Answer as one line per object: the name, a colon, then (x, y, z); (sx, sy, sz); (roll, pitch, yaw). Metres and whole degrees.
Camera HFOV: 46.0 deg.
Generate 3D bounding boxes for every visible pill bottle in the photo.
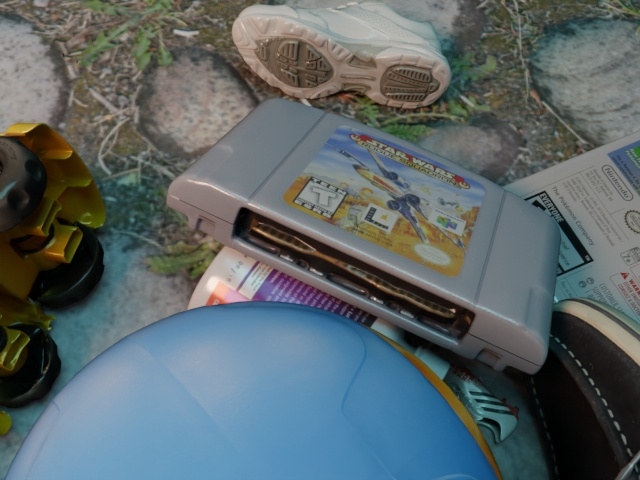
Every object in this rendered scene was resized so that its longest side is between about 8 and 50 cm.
pill bottle: (-0.001, 0.080, 0.599); (0.193, 0.108, 0.108); (31, 60, 12)

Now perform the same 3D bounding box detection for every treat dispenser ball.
treat dispenser ball: (-0.034, 0.177, 0.422); (0.288, 0.288, 0.288); (3, 58, -6)

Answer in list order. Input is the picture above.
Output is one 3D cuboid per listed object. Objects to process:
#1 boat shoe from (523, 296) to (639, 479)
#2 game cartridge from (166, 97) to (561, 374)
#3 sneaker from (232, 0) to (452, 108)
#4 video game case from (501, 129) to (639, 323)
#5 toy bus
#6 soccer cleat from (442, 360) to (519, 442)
boat shoe: (0.200, 0.247, 0.464); (0.156, 0.186, 0.500); (-6, 51, -1)
game cartridge: (0.051, -0.021, 0.616); (0.297, 0.062, 0.198); (24, 39, 6)
sneaker: (0.022, -0.213, 0.806); (0.232, 0.090, 0.115); (11, 51, -11)
video game case: (0.356, 0.037, 0.683); (0.300, 0.036, 0.329); (-22, 62, -7)
toy bus: (-0.304, 0.020, 0.586); (0.212, 0.149, 0.220); (6, 60, 12)
soccer cleat: (0.127, 0.134, 0.631); (0.083, 0.029, 0.035); (37, 57, 10)
